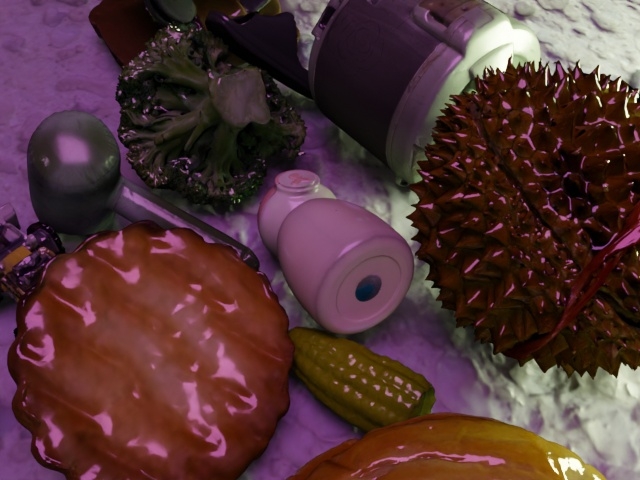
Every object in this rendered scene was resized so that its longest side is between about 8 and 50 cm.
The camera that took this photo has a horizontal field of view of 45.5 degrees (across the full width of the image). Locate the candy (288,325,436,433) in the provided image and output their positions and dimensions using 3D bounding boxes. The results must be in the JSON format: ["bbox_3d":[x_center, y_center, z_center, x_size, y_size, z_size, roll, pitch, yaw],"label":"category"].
[{"bbox_3d":[0.038,0.167,0.921,0.210,0.096,0.097,28,57,25],"label":"candy"}]

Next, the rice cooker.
[{"bbox_3d":[0.154,-0.238,1.106,0.288,0.288,0.277,-33,57,-24],"label":"rice cooker"}]

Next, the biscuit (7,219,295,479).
[{"bbox_3d":[-0.189,0.140,0.872,0.326,0.107,0.325,8,71,-23],"label":"biscuit"}]

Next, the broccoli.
[{"bbox_3d":[-0.160,-0.183,1.097,0.262,0.242,0.269,-22,102,-23],"label":"broccoli"}]

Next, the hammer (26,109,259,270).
[{"bbox_3d":[-0.235,-0.031,1.027,0.336,0.206,0.119,30,64,-3],"label":"hammer"}]

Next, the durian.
[{"bbox_3d":[0.279,-0.019,0.910,0.348,0.347,0.384,-16,72,-13],"label":"durian"}]

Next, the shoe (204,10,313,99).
[{"bbox_3d":[-0.067,-0.309,1.195,0.093,0.241,0.108,-61,32,1],"label":"shoe"}]

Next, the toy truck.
[{"bbox_3d":[-0.377,0.043,0.985,0.286,0.111,0.136,35,58,21],"label":"toy truck"}]

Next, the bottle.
[{"bbox_3d":[0.000,0.000,0.990,0.148,0.147,0.236,-25,41,-19],"label":"bottle"}]

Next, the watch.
[{"bbox_3d":[-0.210,-0.454,1.229,0.335,0.326,0.314,-25,58,-19],"label":"watch"}]

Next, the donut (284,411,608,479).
[{"bbox_3d":[0.126,0.367,0.708,0.449,0.198,0.448,2,56,-2],"label":"donut"}]
